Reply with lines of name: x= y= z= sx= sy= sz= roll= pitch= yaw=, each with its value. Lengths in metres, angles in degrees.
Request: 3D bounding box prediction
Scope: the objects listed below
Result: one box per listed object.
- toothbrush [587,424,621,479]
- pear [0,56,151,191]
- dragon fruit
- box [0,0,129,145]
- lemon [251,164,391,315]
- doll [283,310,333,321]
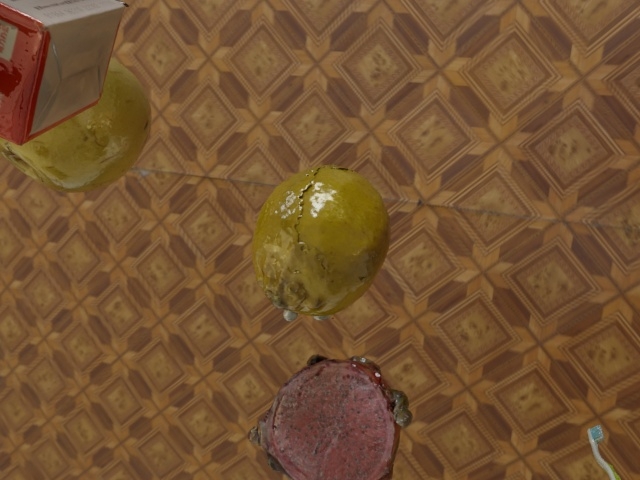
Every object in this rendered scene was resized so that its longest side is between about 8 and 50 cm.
toothbrush: x=0.405 y=0.338 z=0.835 sx=0.022 sy=0.263 sz=0.026 roll=45 pitch=112 yaw=-3
pear: x=-0.556 y=-0.273 z=1.344 sx=0.347 sy=0.348 sz=0.349 roll=5 pitch=103 yaw=20
dragon fruit: x=0.045 y=0.394 z=1.322 sx=0.314 sy=0.263 sz=0.297 roll=20 pitch=86 yaw=20
box: x=-0.298 y=-0.199 z=0.635 sx=0.099 sy=0.182 sz=0.133 roll=26 pitch=118 yaw=-6
lemon: x=0.000 y=0.000 z=0.886 sx=0.204 sy=0.260 sz=0.204 roll=21 pitch=142 yaw=17
doll: x=-0.009 y=0.071 z=1.227 sx=0.215 sy=0.257 sz=0.161 roll=-47 pitch=51 yaw=-9
